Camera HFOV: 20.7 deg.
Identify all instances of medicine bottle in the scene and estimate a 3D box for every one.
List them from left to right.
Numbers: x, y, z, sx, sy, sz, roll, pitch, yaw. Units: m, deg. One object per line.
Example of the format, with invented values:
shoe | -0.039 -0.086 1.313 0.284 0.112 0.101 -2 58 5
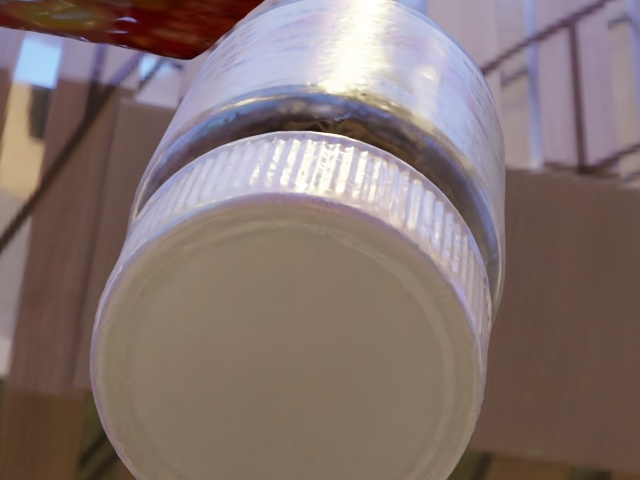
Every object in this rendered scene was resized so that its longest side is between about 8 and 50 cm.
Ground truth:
medicine bottle | 0.000 0.000 0.766 0.165 0.273 0.165 2 -68 4

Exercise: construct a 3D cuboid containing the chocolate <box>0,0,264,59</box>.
chocolate | -0.093 -0.134 0.443 0.234 0.108 0.237 8 -11 -22
